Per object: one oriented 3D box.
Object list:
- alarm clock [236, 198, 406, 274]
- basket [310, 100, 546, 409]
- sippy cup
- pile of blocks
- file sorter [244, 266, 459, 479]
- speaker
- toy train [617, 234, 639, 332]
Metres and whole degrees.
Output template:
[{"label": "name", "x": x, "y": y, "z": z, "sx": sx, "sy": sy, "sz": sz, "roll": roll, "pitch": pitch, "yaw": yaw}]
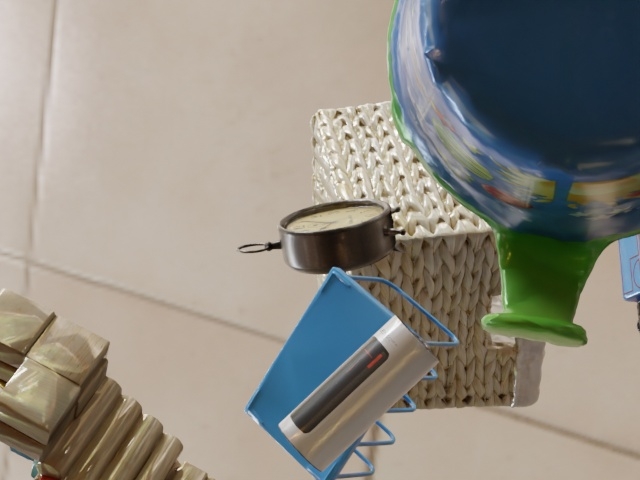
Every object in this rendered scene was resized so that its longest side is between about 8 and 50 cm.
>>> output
[{"label": "alarm clock", "x": 0.000, "y": 0.000, "z": 1.868, "sx": 0.192, "sy": 0.129, "sz": 0.064, "roll": -6, "pitch": 105, "yaw": 2}, {"label": "basket", "x": 0.142, "y": 0.019, "z": 2.211, "sx": 0.331, "sy": 0.266, "sz": 0.328, "roll": -106, "pitch": 11, "yaw": -49}, {"label": "sippy cup", "x": 0.143, "y": -0.112, "z": 0.909, "sx": 0.240, "sy": 0.224, "sz": 0.305, "roll": -27, "pitch": 87, "yaw": 8}, {"label": "pile of blocks", "x": -0.145, "y": 0.204, "z": 1.155, "sx": 0.149, "sy": 0.113, "sz": 0.362, "roll": -18, "pitch": 119, "yaw": 42}, {"label": "file sorter", "x": 0.035, "y": 0.131, "z": 1.586, "sx": 0.118, "sy": 0.104, "sz": 0.170, "roll": 40, "pitch": 107, "yaw": 29}, {"label": "speaker", "x": 0.033, "y": 0.125, "z": 1.362, "sx": 0.136, "sy": 0.055, "sz": 0.055, "roll": -43, "pitch": 61, "yaw": 2}, {"label": "toy train", "x": 0.249, "y": -0.003, "z": 1.147, "sx": 0.105, "sy": 0.080, "sz": 0.184, "roll": 144, "pitch": 126, "yaw": -64}]
